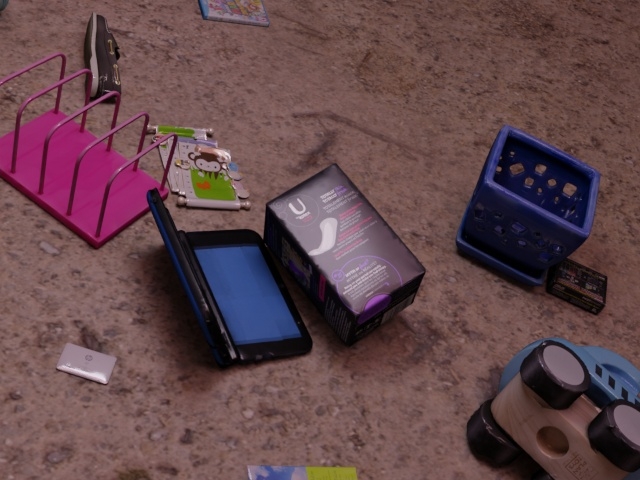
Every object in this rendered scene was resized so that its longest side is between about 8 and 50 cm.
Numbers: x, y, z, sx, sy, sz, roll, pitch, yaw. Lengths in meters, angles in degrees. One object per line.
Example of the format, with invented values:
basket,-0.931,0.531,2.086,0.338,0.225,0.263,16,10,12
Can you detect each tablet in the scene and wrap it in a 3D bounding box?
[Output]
tablet,-0.369,0.193,1.469,0.083,0.006,0.054,19,43,-7

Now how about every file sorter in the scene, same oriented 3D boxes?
file sorter,-0.429,-0.174,1.668,0.290,0.182,0.202,36,44,10

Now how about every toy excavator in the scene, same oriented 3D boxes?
toy excavator,0.545,0.319,1.647,0.433,0.222,0.445,43,37,16

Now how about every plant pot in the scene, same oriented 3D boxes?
plant pot,0.418,-0.060,1.930,0.236,0.212,0.236,27,43,2

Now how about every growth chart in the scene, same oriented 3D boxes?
growth chart,-0.239,-0.147,1.849,0.172,0.021,0.237,-5,52,-30

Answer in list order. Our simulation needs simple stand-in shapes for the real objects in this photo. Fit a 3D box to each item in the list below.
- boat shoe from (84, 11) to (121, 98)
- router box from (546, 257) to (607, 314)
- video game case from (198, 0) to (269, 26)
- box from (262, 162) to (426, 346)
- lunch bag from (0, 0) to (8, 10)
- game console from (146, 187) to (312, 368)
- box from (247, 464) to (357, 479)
boat shoe,-0.452,-0.383,1.939,0.068,0.081,0.228,6,53,-23
router box,0.543,0.093,1.967,0.122,0.038,0.092,25,42,0
video game case,-0.216,-0.572,2.274,0.166,0.015,0.119,1,49,-24
box,0.037,0.025,1.680,0.165,0.143,0.270,-31,69,-20
lunch bag,-0.749,-0.594,1.895,0.279,0.224,0.108,35,44,11
game console,-0.153,0.052,1.595,0.173,0.250,0.293,-24,58,-9
box,-0.025,0.396,1.406,0.178,0.042,0.109,6,46,-20
